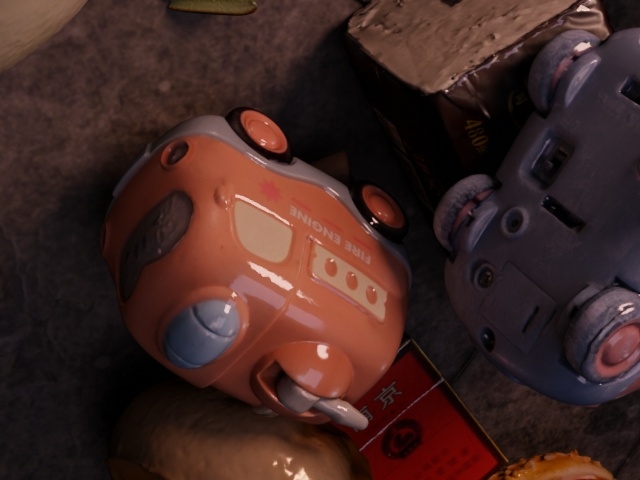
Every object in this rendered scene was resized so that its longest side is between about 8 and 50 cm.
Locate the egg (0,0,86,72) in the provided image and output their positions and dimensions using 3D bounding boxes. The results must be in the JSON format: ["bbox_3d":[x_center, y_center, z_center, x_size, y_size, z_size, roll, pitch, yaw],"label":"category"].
[{"bbox_3d":[-0.268,-0.209,0.760,0.337,0.201,0.337,-9,136,-8],"label":"egg"}]

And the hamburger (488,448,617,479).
[{"bbox_3d":[0.269,0.414,1.377,0.330,0.250,0.330,-10,117,-19],"label":"hamburger"}]

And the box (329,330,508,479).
[{"bbox_3d":[0.082,0.206,1.278,0.153,0.074,0.240,-38,125,1],"label":"box"}]

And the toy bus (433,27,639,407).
[{"bbox_3d":[0.254,-0.009,0.935,0.232,0.197,0.294,18,108,-42],"label":"toy bus"}]

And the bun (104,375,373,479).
[{"bbox_3d":[-0.044,0.231,1.108,0.165,0.299,0.299,-50,130,-24],"label":"bun"}]

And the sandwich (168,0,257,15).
[{"bbox_3d":[-0.083,-0.205,0.993,0.044,0.083,0.031,-45,139,-58],"label":"sandwich"}]

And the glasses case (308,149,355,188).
[{"bbox_3d":[0.000,0.000,1.139,0.102,0.070,0.193,-11,127,11],"label":"glasses case"}]

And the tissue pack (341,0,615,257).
[{"bbox_3d":[0.181,-0.078,1.098,0.198,0.210,0.370,-31,127,1],"label":"tissue pack"}]

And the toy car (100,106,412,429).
[{"bbox_3d":[-0.052,0.038,0.988,0.270,0.212,0.180,32,122,-21],"label":"toy car"}]
